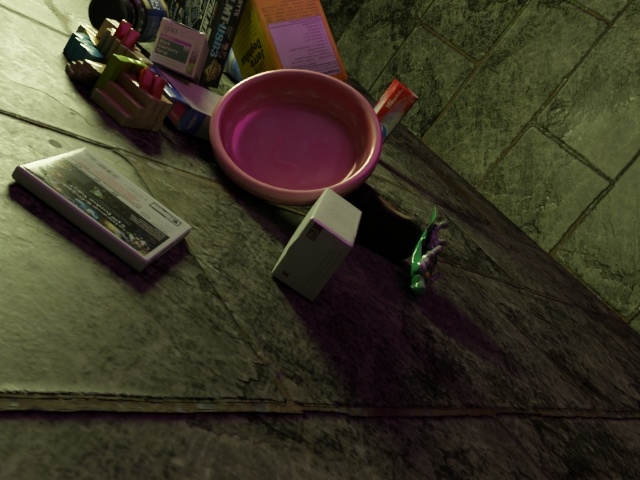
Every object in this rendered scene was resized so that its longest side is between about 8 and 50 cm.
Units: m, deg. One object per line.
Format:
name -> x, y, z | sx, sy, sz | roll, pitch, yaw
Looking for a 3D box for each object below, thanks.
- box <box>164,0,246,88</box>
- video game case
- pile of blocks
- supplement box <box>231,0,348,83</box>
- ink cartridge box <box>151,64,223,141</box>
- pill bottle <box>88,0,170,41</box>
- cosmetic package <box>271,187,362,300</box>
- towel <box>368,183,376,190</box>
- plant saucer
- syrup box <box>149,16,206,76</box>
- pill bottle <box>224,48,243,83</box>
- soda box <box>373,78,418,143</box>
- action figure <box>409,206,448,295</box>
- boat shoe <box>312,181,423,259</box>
box -> -0.304, -0.585, 1.800 | 0.073, 0.295, 0.293 | -4, 40, -40
video game case -> -0.272, -0.046, 0.917 | 0.190, 0.022, 0.173 | 37, 16, -2
pile of blocks -> -0.385, -0.343, 1.315 | 0.149, 0.112, 0.362 | 18, 25, -48
supplement box -> -0.106, -0.525, 1.844 | 0.194, 0.195, 0.356 | -19, 88, -27
ink cartridge box -> -0.242, -0.266, 1.484 | 0.311, 0.065, 0.186 | 20, 22, -51
pill bottle -> -0.442, -0.519, 1.643 | 0.123, 0.123, 0.219 | 37, 19, -1
cosmetic package -> 0.000, 0.000, 1.175 | 0.085, 0.117, 0.231 | 34, 18, -5
towel -> 0.060, -0.158, 1.801 | 0.113, 0.023, 0.152 | 20, 3, 40
plant saucer -> -0.048, -0.192, 1.386 | 0.332, 0.084, 0.332 | 3, 57, -5
syrup box -> -0.302, -0.403, 1.545 | 0.093, 0.096, 0.237 | 19, 5, -9
pill bottle -> -0.157, -0.480, 2.061 | 0.272, 0.152, 0.152 | 48, 20, 30
soda box -> 0.219, -0.420, 2.457 | 0.092, 0.263, 0.083 | 33, 16, -15
action figure -> 0.227, 0.044, 1.501 | 0.064, 0.137, 0.232 | 8, 36, 18
boat shoe -> 0.081, -0.067, 1.538 | 0.324, 0.122, 0.120 | 36, 10, -34
